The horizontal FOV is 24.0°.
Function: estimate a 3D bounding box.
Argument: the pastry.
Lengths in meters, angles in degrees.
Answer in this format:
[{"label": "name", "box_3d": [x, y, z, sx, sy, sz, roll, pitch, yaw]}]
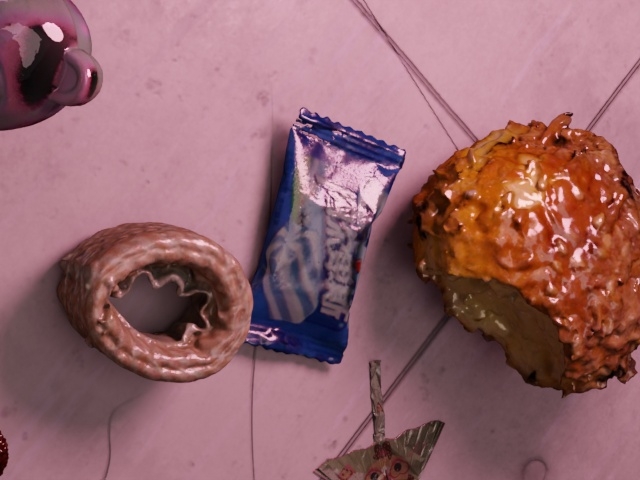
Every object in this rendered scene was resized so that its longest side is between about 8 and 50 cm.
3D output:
[{"label": "pastry", "box_3d": [0.319, 0.005, 2.146, 0.405, 0.292, 0.337, 42, 65, -14]}]

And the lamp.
[{"label": "lamp", "box_3d": [-0.375, -0.279, 1.782, 0.247, 0.247, 0.301, -10, 89, -68]}]

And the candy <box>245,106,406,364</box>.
[{"label": "candy", "box_3d": [0.000, 0.000, 2.079, 0.187, 0.077, 0.331, 17, 89, -28]}]

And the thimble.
[{"label": "thimble", "box_3d": [-0.212, 0.077, 1.929, 0.229, 0.148, 0.196, -3, 99, -27]}]

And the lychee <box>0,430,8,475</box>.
[{"label": "lychee", "box_3d": [-0.447, 0.260, 1.831, 0.123, 0.123, 0.129, -35, 102, -22]}]

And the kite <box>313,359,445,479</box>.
[{"label": "kite", "box_3d": [0.088, 0.296, 2.197, 0.229, 0.012, 0.250, -14, 101, -29]}]
